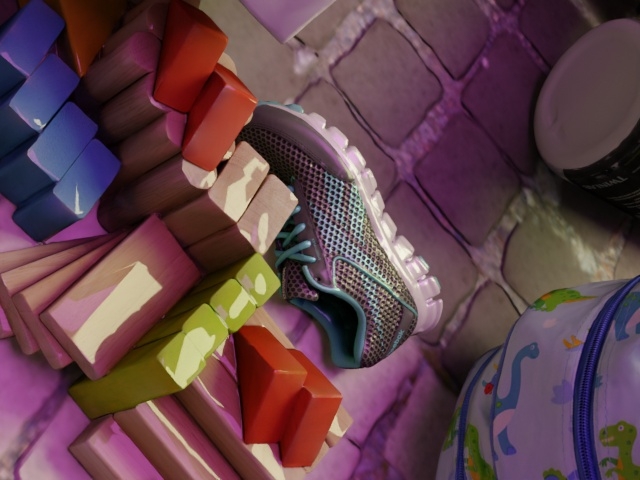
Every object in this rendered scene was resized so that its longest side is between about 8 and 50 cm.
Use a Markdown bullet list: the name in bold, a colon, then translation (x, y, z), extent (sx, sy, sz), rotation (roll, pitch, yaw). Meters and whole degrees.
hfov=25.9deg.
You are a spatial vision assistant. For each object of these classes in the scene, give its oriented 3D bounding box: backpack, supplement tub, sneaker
- **backpack**: translation (0.234, 0.169, 0.793), extent (0.355, 0.273, 0.290), rotation (52, 48, -42)
- **supplement tub**: translation (0.249, -0.063, 0.956), extent (0.190, 0.117, 0.117), rotation (24, 60, -32)
- **sneaker**: translation (0.000, 0.000, 0.765), extent (0.166, 0.065, 0.076), rotation (53, 53, -10)

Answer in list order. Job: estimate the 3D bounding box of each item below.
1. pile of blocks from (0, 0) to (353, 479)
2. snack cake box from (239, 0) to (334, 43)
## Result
- **pile of blocks**: translation (-0.083, -0.028, 0.671), extent (0.149, 0.113, 0.362), rotation (-15, 84, -42)
- **snack cake box**: translation (-0.039, -0.209, 0.698), extent (0.152, 0.089, 0.264), rotation (46, 14, -18)
